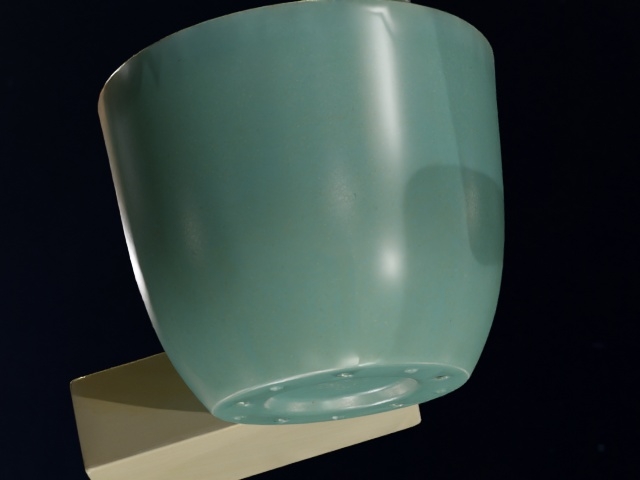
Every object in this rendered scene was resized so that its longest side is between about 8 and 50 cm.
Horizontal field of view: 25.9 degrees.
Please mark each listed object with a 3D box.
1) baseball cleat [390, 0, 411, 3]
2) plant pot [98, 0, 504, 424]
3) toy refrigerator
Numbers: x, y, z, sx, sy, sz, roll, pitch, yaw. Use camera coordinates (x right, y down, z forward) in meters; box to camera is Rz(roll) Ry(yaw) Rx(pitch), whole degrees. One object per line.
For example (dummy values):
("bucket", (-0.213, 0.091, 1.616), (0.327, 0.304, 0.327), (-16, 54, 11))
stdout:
("baseball cleat", (0.034, -0.230, 1.142), (0.206, 0.072, 0.109), (-13, 100, -83))
("plant pot", (0.000, 0.000, 0.995), (0.293, 0.293, 0.235), (-30, -118, 49))
("toy refrigerator", (-0.061, 0.131, 1.157), (0.102, 0.269, 0.094), (75, -2, -57))
